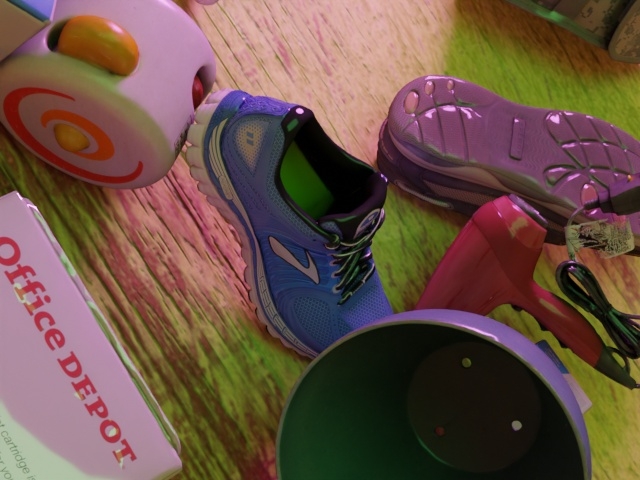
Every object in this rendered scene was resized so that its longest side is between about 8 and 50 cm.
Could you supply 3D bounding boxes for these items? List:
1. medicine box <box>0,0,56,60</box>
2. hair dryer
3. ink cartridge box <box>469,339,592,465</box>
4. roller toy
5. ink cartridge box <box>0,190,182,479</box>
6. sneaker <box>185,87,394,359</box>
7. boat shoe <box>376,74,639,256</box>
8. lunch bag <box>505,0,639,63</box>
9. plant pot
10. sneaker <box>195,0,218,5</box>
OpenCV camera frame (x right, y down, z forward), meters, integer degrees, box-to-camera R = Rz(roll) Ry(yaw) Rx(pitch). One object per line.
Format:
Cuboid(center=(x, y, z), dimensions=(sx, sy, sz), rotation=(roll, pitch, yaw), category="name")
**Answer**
Cuboid(center=(-0.361, -0.333, 1.541), dimensions=(0.263, 0.149, 0.289), rotation=(31, 48, -33), category="medicine box")
Cuboid(center=(0.220, 0.061, 1.724), dimensions=(0.294, 0.080, 0.223), rotation=(-11, 94, 5), category="hair dryer")
Cuboid(center=(0.207, 0.174, 1.778), dimensions=(0.122, 0.052, 0.088), rotation=(-34, 87, -33), category="ink cartridge box")
Cuboid(center=(-0.205, -0.145, 1.612), dimensions=(0.191, 0.209, 0.146), rotation=(45, 57, -34), category="roller toy")
Cuboid(center=(-0.359, 0.178, 1.435), dimensions=(0.395, 0.166, 0.285), rotation=(-29, 86, -30), category="ink cartridge box")
Cuboid(center=(0.000, 0.000, 1.641), dimensions=(0.129, 0.147, 0.330), rotation=(-54, 131, -31), category="sneaker")
Cuboid(center=(0.224, -0.067, 1.833), dimensions=(0.355, 0.130, 0.132), rotation=(23, 60, -10), category="boat shoe")
Cuboid(center=(0.336, -0.341, 1.908), dimensions=(0.287, 0.235, 0.169), rotation=(23, 28, -17), category="lunch bag")
Cuboid(center=(0.126, 0.187, 1.632), dimensions=(0.290, 0.290, 0.195), rotation=(53, 23, 0), category="plant pot")
Cuboid(center=(-0.181, -0.346, 1.759), dimensions=(0.153, 0.094, 0.235), rotation=(-3, 73, -25), category="sneaker")
